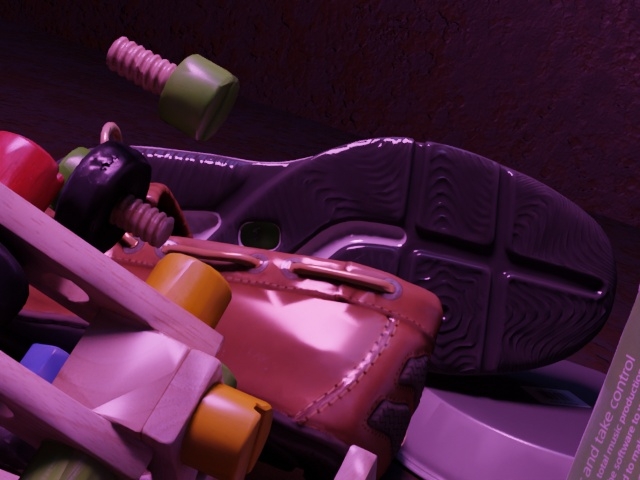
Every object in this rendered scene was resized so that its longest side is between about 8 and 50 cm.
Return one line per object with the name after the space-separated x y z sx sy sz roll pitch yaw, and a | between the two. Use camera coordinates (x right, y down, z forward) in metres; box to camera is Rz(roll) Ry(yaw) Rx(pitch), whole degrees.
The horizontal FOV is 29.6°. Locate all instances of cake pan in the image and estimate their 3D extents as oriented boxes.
0.181 0.149 0.951 0.293 0.054 0.293 14 12 -3 | cake pan

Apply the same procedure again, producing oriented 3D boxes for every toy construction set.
-0.086 0.114 0.497 0.237 0.257 0.309 30 36 10 | toy construction set

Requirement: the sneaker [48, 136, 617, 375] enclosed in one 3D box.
0.000 -0.001 0.997 0.447 0.169 0.257 7 2 -3 | sneaker

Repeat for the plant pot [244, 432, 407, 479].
-0.056 0.118 0.860 0.236 0.032 0.236 14 11 -3 | plant pot

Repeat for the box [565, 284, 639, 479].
0.206 0.167 0.481 0.058 0.232 0.322 13 12 -28 | box

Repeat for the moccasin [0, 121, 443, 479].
-0.112 0.023 0.730 0.380 0.147 0.139 12 -26 29 | moccasin
